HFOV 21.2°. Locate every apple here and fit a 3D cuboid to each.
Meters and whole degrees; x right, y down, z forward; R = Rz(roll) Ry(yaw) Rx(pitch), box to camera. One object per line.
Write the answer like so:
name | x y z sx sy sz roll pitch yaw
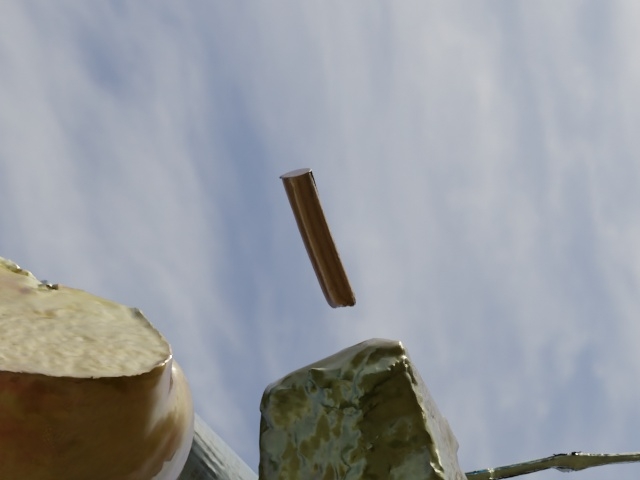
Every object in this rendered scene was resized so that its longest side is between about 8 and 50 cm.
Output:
apple | -0.267 0.122 1.347 0.252 0.309 0.314 -50 -31 -24

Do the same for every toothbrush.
toothbrush | 0.211 0.166 1.274 0.294 0.026 0.028 -7 -101 -26

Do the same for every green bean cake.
green bean cake | 0.040 0.208 1.033 0.124 0.236 0.233 -20 -54 9

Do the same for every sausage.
sausage | 0.000 0.000 1.298 0.026 0.026 0.116 -33 -69 -36

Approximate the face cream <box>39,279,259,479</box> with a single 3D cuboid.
face cream | -0.172 0.195 1.765 0.385 0.086 0.135 46 -155 -16
